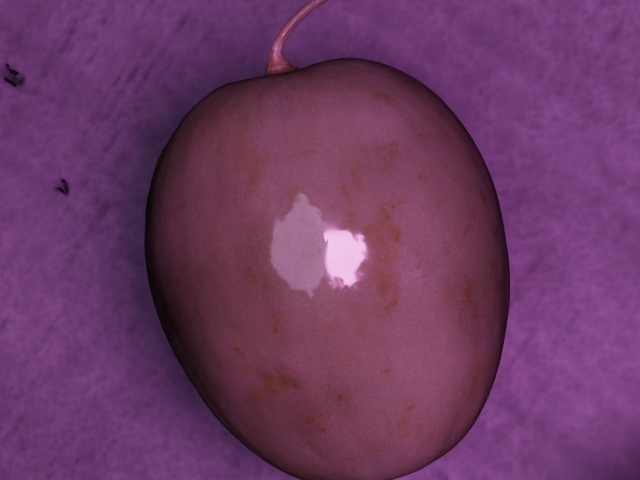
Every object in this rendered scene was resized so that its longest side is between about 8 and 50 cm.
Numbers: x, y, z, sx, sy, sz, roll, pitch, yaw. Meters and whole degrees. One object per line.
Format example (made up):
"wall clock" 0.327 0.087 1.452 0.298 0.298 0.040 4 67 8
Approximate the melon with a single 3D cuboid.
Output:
"melon" 0.005 0.015 1.340 0.272 0.272 0.308 -33 73 13
